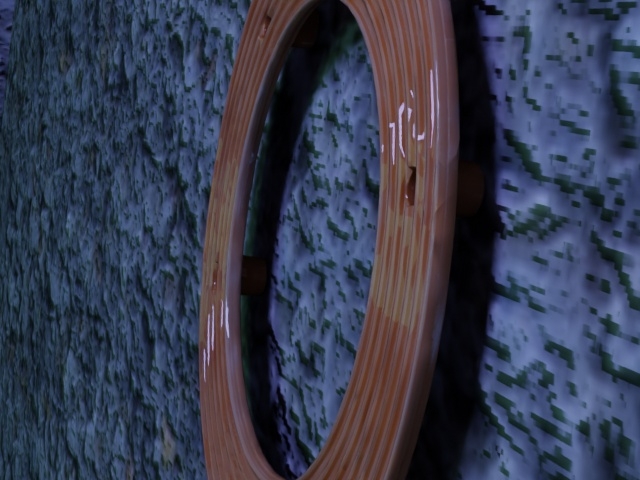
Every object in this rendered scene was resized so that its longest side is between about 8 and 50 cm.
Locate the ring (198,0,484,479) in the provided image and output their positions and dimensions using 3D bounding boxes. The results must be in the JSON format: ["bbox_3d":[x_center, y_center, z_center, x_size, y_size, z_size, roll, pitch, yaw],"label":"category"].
[{"bbox_3d":[0.000,0.000,0.703,0.336,0.032,0.337,-175,90,-72],"label":"ring"}]
